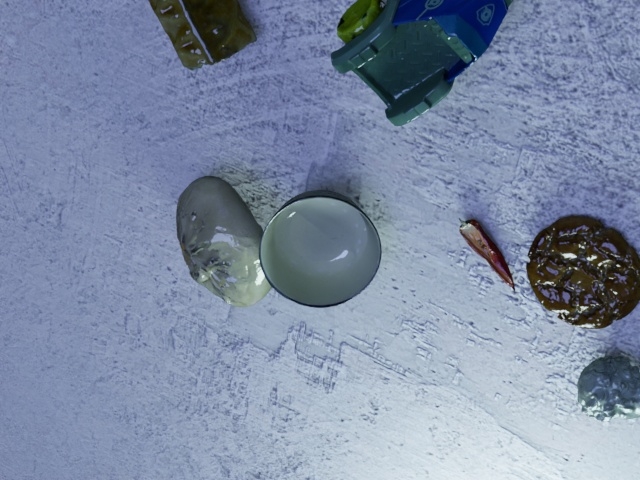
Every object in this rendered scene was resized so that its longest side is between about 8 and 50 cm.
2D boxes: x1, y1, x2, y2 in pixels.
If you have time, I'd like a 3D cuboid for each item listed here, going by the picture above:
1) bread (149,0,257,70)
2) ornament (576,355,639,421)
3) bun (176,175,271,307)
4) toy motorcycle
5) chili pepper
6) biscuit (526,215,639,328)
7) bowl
[{"bbox_3d":[-0.245,-0.458,2.022,0.152,0.130,0.268,-28,102,3],"label":"bread"},{"bbox_3d":[0.602,0.295,1.938,0.285,0.120,0.130,15,122,22],"label":"ornament"},{"bbox_3d":[-0.214,0.009,2.212,0.287,0.146,0.287,44,150,34],"label":"bun"},{"bbox_3d":[0.188,-0.337,1.758,0.326,0.200,0.191,-30,123,34],"label":"toy motorcycle"},{"bbox_3d":[0.317,0.022,2.016,0.178,0.027,0.045,51,135,-3],"label":"chili pepper"},{"bbox_3d":[0.472,0.062,1.933,0.225,0.042,0.226,15,123,25],"label":"biscuit"},{"bbox_3d":[0.000,0.000,2.109,0.237,0.126,0.238,0,115,0],"label":"bowl"}]
